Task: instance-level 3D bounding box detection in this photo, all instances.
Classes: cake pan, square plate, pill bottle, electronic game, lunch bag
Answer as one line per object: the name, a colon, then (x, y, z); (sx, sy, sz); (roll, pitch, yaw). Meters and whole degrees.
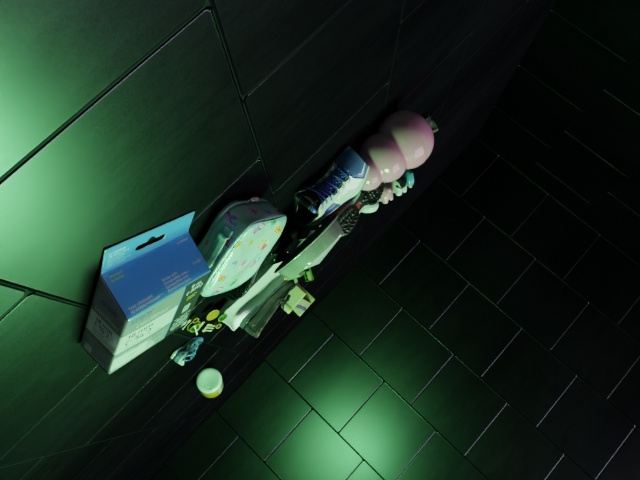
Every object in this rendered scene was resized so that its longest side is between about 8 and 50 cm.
cake pan: (-0.034, 0.027, 1.702); (0.293, 0.054, 0.293); (-42, -175, 5)
square plate: (-0.252, 0.195, 1.947); (0.344, 0.049, 0.347); (-44, 168, -13)
pill bottle: (-0.526, 0.685, 2.389); (0.117, 0.117, 0.215); (-43, 167, -23)
electronic game: (-0.012, -0.092, 1.869); (0.229, 0.048, 0.229); (-51, 176, -5)
lunch bag: (-0.224, 0.011, 1.302); (0.279, 0.108, 0.224); (-54, 162, 22)

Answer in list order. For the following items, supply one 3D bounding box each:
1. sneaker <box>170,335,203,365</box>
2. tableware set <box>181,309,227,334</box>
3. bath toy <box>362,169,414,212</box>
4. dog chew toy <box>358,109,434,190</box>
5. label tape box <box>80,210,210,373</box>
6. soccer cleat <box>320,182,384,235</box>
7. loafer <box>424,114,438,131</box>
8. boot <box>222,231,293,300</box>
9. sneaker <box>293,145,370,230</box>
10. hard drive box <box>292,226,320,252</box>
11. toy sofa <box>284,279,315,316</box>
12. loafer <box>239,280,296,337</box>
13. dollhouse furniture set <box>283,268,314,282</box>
sneaker: (-0.470, 0.398, 1.799); (0.144, 0.059, 0.053); (-35, 161, -49)
tableware set: (-0.384, 0.276, 1.687); (0.104, 0.024, 0.154); (-50, 149, 10)
bath toy: (0.270, -0.243, 2.213); (0.348, 0.151, 0.129); (-35, 125, -38)
dog chew toy: (0.230, -0.298, 1.726); (0.332, 0.206, 0.206); (-39, 167, -9)
label tape box: (-0.376, 0.118, 1.111); (0.240, 0.106, 0.333); (-35, 163, -50)
soccer cleat: (0.123, -0.145, 1.881); (0.318, 0.116, 0.108); (-50, 127, -25)
loafer: (0.407, -0.424, 2.165); (0.267, 0.084, 0.096); (-47, -173, -5)
boot: (-0.200, 0.082, 1.647); (0.246, 0.094, 0.207); (-58, 162, 16)
sneaker: (0.020, -0.151, 1.603); (0.315, 0.127, 0.182); (-49, 171, 16)
hard drive box: (0.000, 0.000, 2.114); (0.232, 0.089, 0.181); (-52, 167, 17)
toy sofa: (-0.153, 0.279, 2.327); (0.177, 0.150, 0.362); (-48, 169, -4)
loafer: (-0.198, 0.281, 2.062); (0.302, 0.095, 0.109); (-41, 167, -31)
dollhouse furniture set: (-0.086, 0.157, 2.084); (0.076, 0.058, 0.152); (-14, -176, 26)
